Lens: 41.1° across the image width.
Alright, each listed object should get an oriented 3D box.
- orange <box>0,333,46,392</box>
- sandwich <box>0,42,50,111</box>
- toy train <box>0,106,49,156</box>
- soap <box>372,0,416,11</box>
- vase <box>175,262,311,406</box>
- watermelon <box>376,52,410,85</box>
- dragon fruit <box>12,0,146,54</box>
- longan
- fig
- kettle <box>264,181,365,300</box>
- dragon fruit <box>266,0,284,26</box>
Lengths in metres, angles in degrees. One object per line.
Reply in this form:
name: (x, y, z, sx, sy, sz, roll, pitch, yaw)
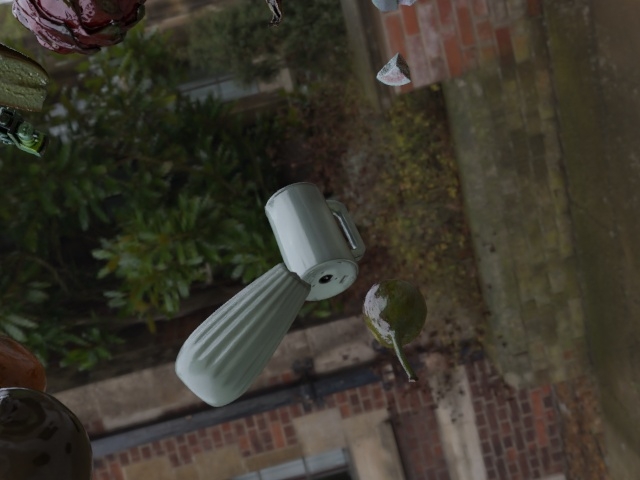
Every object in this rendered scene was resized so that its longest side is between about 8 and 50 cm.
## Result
orange: (-0.729, 0.309, 1.895, 0.240, 0.171, 0.240, 34, -177, -2)
sandwich: (-0.616, -0.320, 1.534, 0.096, 0.258, 0.094, -76, 12, -74)
toy train: (-0.811, -0.295, 2.309, 0.200, 0.132, 0.083, 162, 129, -79)
soap: (0.180, -0.630, 1.774, 0.156, 0.261, 0.446, 52, -174, 2)
vase: (-0.118, 0.146, 1.376, 0.128, 0.248, 0.128, 42, 179, 1)
watermelon: (0.177, -0.416, 2.091, 0.061, 0.085, 0.085, 65, -171, -77)
dragon fruit: (-0.530, -0.567, 1.879, 0.329, 0.329, 0.329, 165, 90, -90)
longan: (-0.569, 0.422, 1.591, 0.297, 0.297, 0.297, 165, 90, -90)
fig: (0.156, 0.187, 1.741, 0.245, 0.149, 0.149, -95, -8, -55)
kettle: (-0.005, -0.008, 2.611, 0.205, 0.264, 0.318, 79, 168, -55)
dragon fruit: (-0.097, -0.598, 1.885, 0.125, 0.125, 0.246, -146, 55, -61)
